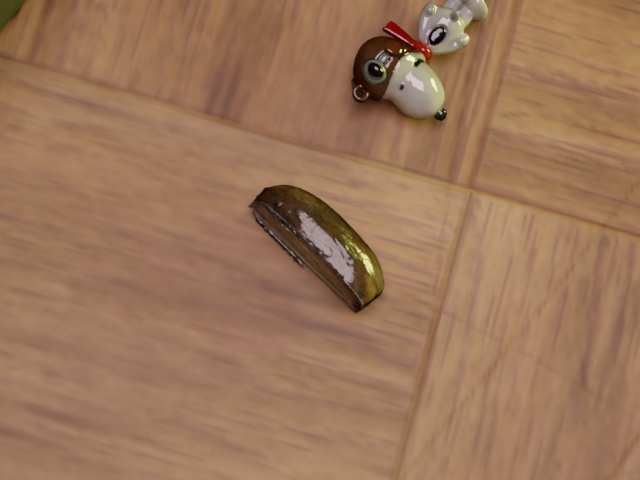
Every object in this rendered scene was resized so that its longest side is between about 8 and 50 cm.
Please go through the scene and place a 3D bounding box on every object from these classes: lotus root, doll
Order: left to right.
[{"bbox_3d":[0.001,-0.001,0.895,0.083,0.037,0.030,43,72,7],"label":"lotus root"},{"bbox_3d":[0.052,-0.104,0.926,0.058,0.040,0.085,25,79,-11],"label":"doll"}]

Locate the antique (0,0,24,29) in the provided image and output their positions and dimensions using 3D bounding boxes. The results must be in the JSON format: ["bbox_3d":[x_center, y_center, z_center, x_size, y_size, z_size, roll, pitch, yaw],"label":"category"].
[{"bbox_3d":[-0.206,-0.164,0.881,0.125,0.150,0.284,35,67,0],"label":"antique"}]
